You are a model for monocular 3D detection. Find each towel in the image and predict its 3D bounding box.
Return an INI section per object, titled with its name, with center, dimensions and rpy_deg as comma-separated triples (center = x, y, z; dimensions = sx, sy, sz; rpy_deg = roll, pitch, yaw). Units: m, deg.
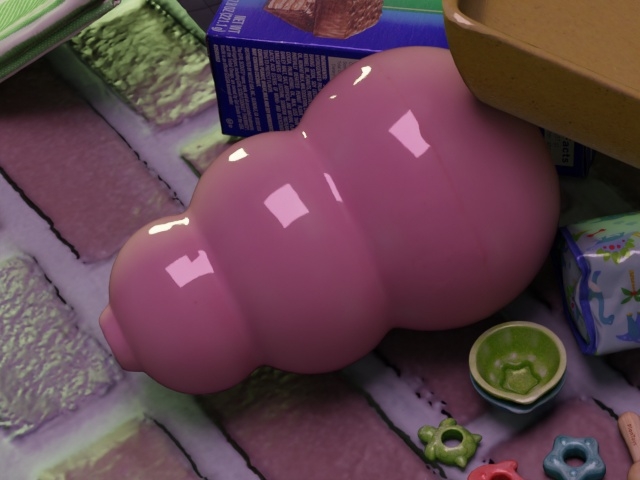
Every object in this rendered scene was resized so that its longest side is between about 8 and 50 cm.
[towel]
center = -0.246, -0.272, 1.405
dimensions = 0.248, 0.038, 0.325
rpy_deg = -27, 38, 33

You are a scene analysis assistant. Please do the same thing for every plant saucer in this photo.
[plant saucer]
center = 0.236, -0.145, 1.088
dimensions = 0.332, 0.081, 0.333
rpy_deg = 22, 37, -5

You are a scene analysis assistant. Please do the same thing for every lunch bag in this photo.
[lunch bag]
center = 0.236, 0.020, 1.097
dimensions = 0.128, 0.096, 0.151
rpy_deg = -7, 17, 2

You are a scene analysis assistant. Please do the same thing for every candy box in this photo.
[candy box]
center = 0.095, -0.200, 1.306
dimensions = 0.317, 0.122, 0.268
rpy_deg = 8, 48, 14

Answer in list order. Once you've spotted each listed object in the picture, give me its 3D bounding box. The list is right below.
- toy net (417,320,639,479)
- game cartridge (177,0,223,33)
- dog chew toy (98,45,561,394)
[toy net]
center = 0.180, 0.147, 1.015
dimensions = 0.232, 0.045, 0.122
rpy_deg = 31, 58, 32
[game cartridge]
center = -0.122, -0.325, 1.348
dimensions = 0.060, 0.294, 0.196
rpy_deg = -15, 42, 20
[dog chew toy]
center = 0.000, 0.000, 1.089
dimensions = 0.331, 0.207, 0.207
rpy_deg = -27, 48, -4
